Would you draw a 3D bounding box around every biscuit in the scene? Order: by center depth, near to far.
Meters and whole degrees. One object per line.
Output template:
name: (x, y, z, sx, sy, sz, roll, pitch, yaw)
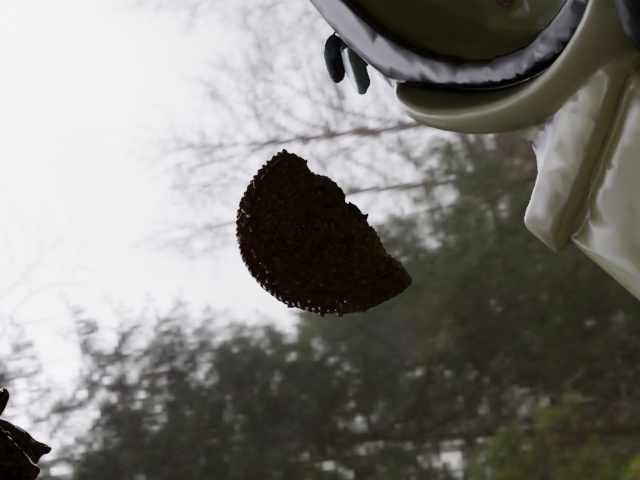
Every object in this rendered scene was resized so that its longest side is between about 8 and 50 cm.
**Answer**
biscuit: (-0.013, 0.002, 1.474, 0.126, 0.206, 0.025, -38, -29, -11)

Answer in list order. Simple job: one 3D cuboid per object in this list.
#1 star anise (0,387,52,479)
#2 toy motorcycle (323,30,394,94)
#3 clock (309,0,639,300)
star anise: (-0.254, 0.135, 0.962, 0.177, 0.234, 0.073, 16, -84, -18)
toy motorcycle: (0.119, -0.181, 1.278, 0.260, 0.206, 0.154, -42, -57, -56)
clock: (0.094, -0.163, 0.354, 0.120, 0.379, 0.276, -30, -118, -29)
